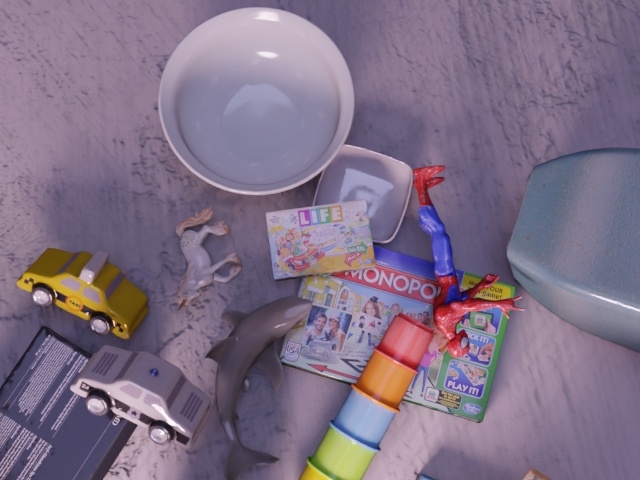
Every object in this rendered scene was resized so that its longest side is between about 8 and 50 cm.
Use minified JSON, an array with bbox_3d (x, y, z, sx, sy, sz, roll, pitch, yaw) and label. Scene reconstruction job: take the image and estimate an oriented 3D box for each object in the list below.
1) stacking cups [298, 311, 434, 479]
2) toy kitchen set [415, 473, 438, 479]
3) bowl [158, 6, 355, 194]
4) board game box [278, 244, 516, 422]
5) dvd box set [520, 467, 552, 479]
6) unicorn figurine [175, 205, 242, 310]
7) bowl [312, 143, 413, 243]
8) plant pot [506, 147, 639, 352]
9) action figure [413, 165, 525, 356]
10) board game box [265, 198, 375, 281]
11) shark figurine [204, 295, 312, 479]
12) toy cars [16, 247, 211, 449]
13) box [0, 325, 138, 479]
[{"bbox_3d":[0.068,0.256,1.396,0.096,0.096,0.316,31,87,6],"label":"stacking cups"},{"bbox_3d":[0.161,0.441,1.339,0.122,0.166,0.207,22,77,5],"label":"toy kitchen set"},{"bbox_3d":[-0.097,-0.198,1.508,0.297,0.134,0.298,0,76,-2],"label":"bowl"},{"bbox_3d":[0.116,0.129,1.478,0.317,0.046,0.214,16,77,3],"label":"board game box"},{"bbox_3d":[0.234,0.546,1.278,0.420,0.062,0.308,-47,123,-11],"label":"dvd box set"},{"bbox_3d":[-0.181,0.034,1.495,0.111,0.060,0.162,-19,61,-5],"label":"unicorn figurine"},{"bbox_3d":[0.065,-0.067,1.521,0.142,0.053,0.142,18,76,4],"label":"bowl"},{"bbox_3d":[0.414,0.007,1.420,0.252,0.248,0.247,14,76,21],"label":"plant pot"},{"bbox_3d":[0.218,0.029,1.432,0.139,0.091,0.280,-6,76,6],"label":"action figure"},{"bbox_3d":[0.000,0.000,1.465,0.154,0.026,0.103,-8,80,-1],"label":"board game box"},{"bbox_3d":[-0.129,0.199,1.413,0.166,0.116,0.278,15,89,32],"label":"shark figurine"},{"bbox_3d":[-0.288,0.129,1.380,0.176,0.087,0.394,-6,45,-40],"label":"toy cars"},{"bbox_3d":[-0.388,0.285,1.403,0.184,0.103,0.261,31,77,9],"label":"box"}]
